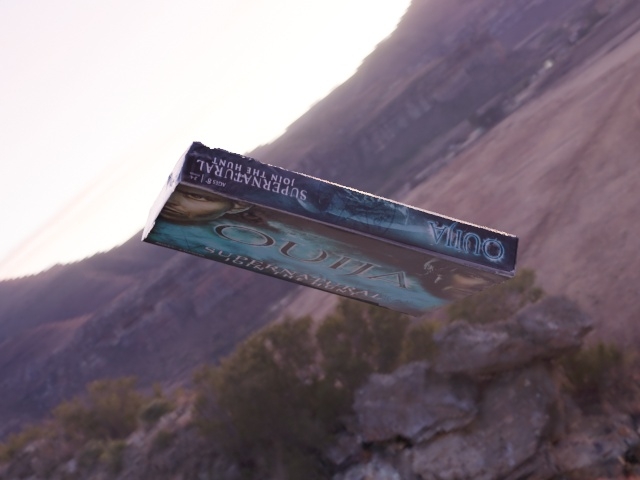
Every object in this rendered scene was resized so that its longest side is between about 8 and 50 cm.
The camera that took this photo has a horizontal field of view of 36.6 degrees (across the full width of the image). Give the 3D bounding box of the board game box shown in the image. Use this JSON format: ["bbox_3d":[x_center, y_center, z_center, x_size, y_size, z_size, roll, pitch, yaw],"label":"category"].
[{"bbox_3d":[0.000,0.000,0.548,0.126,0.186,0.026,142,141,-67],"label":"board game box"}]
